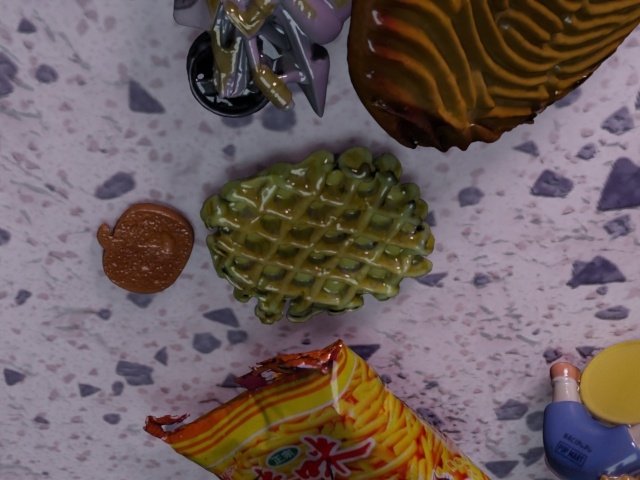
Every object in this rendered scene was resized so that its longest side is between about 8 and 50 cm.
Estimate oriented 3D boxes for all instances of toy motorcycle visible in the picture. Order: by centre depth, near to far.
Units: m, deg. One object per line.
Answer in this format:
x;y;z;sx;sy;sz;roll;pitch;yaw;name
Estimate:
-0.020;-0.182;0.675;0.152;0.073;0.225;2;121;4;toy motorcycle

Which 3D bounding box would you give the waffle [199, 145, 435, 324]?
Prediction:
0.000;0.000;0.850;0.183;0.036;0.169;-15;131;10;waffle

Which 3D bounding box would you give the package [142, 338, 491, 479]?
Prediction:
0.007;0.202;0.975;0.223;0.108;0.288;-30;118;26;package

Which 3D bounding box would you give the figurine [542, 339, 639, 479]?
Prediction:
0.302;0.227;0.991;0.158;0.161;0.275;-42;132;-18;figurine

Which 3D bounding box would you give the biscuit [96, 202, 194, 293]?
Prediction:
-0.146;0.005;0.856;0.078;0.015;0.091;23;124;-19;biscuit

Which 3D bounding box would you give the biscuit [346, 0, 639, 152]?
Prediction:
0.145;-0.180;0.600;0.318;0.040;0.318;-33;152;-21;biscuit
